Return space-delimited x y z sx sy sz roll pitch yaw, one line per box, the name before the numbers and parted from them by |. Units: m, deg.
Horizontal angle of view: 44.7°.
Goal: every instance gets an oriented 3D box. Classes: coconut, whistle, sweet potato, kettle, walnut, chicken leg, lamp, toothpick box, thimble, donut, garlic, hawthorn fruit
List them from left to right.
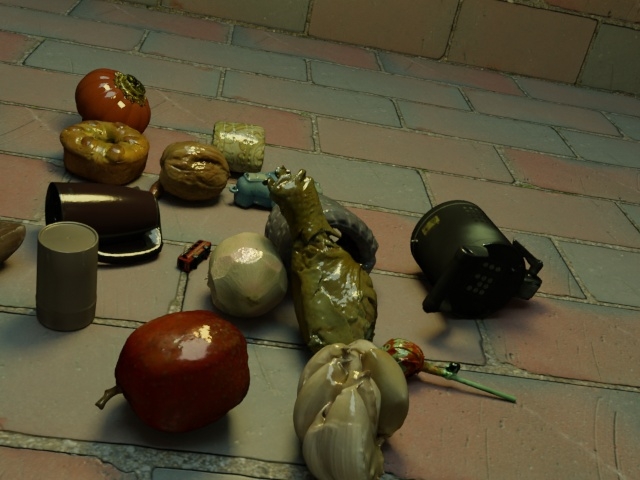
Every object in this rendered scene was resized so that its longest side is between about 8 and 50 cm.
toothpick box | -0.472 0.068 1.449 0.111 0.180 0.111 9 31 -5
donut | -0.557 -0.232 2.019 0.227 0.113 0.226 9 29 -5
kettle | -0.463 -0.041 1.702 0.232 0.144 0.202 -3 52 -31
lamp | -0.582 -0.378 2.187 0.223 0.196 0.223 42 23 -23
sweet potato | -0.416 -0.125 1.970 0.034 0.034 0.095 14 40 2
hawthorn fruit | -0.243 0.217 1.270 0.253 0.205 0.205 -13 37 -30
walnut | -0.316 -0.177 1.982 0.184 0.155 0.155 8 28 -28
thimble | -0.233 -0.263 2.185 0.144 0.137 0.190 5 15 -10
coconut | -0.152 0.079 1.584 0.171 0.170 0.183 7 27 -10
whistle | -0.116 -0.132 2.057 0.269 0.093 0.180 2 36 -31
chicken leg | -0.007 0.043 1.540 0.201 0.153 0.429 -16 82 -34
thimble | 0.000 0.000 1.732 0.236 0.205 0.172 3 25 -25
garlic | 0.038 0.267 1.287 0.185 0.203 0.281 5 27 26
lamp | 0.323 0.034 1.796 0.374 0.205 0.272 9 29 -44

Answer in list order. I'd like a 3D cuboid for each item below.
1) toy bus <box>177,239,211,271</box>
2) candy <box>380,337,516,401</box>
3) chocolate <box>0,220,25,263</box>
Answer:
toy bus | -0.282 0.032 1.743 0.043 0.031 0.110 17 27 13
candy | 0.249 0.265 1.519 0.288 0.078 0.084 20 26 -2
chocolate | -0.705 0.038 1.516 0.157 0.080 0.254 7 24 21
